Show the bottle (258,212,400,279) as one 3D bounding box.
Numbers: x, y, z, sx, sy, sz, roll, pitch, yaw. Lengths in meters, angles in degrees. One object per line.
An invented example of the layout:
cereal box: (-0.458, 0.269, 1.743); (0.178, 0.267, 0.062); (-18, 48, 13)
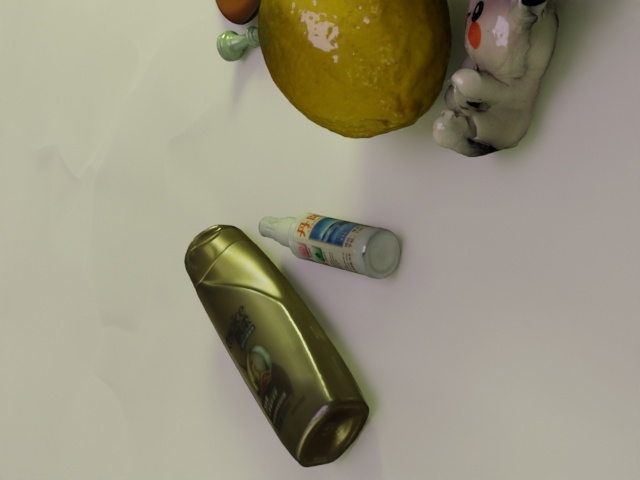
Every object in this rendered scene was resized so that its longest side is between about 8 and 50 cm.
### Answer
bottle: (0.000, 0.000, 1.262); (0.217, 0.060, 0.060); (12, 94, 49)

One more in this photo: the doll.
doll: (0.174, -0.172, 1.046); (0.095, 0.149, 0.192); (20, 113, 7)

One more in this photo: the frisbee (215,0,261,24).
frisbee: (-0.099, -0.411, 1.422); (0.251, 0.021, 0.251); (-15, 73, 63)

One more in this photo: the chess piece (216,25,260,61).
chess piece: (-0.094, -0.267, 1.427); (0.093, 0.042, 0.042); (-10, 77, 43)

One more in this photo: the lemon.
lemon: (0.037, -0.223, 1.142); (0.204, 0.204, 0.260); (-42, 55, 37)

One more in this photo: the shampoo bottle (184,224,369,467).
shampoo bottle: (-0.065, 0.110, 1.305); (0.350, 0.084, 0.125); (54, 126, 39)
